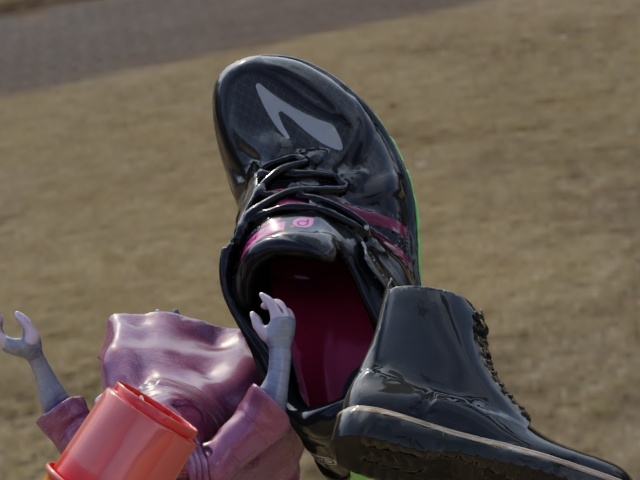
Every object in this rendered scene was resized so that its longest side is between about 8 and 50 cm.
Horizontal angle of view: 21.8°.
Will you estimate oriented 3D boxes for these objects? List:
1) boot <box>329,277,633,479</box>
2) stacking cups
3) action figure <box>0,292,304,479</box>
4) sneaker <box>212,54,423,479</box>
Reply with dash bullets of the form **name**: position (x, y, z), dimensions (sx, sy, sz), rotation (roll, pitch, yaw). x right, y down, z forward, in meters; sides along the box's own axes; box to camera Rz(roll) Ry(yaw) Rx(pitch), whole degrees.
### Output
- **boot**: position (0.117, 0.100, 1.083), dimensions (0.198, 0.077, 0.137), rotation (17, 55, -1)
- **stacking cups**: position (-0.177, 0.232, 0.973), dimensions (0.316, 0.096, 0.096), rotation (-55, 32, -6)
- **action figure**: position (-0.143, 0.176, 1.448), dimensions (0.248, 0.276, 0.370), rotation (1, 11, 7)
- **sneaker**: position (0.000, 0.000, 1.553), dimensions (0.185, 0.202, 0.483), rotation (-26, 58, 10)
